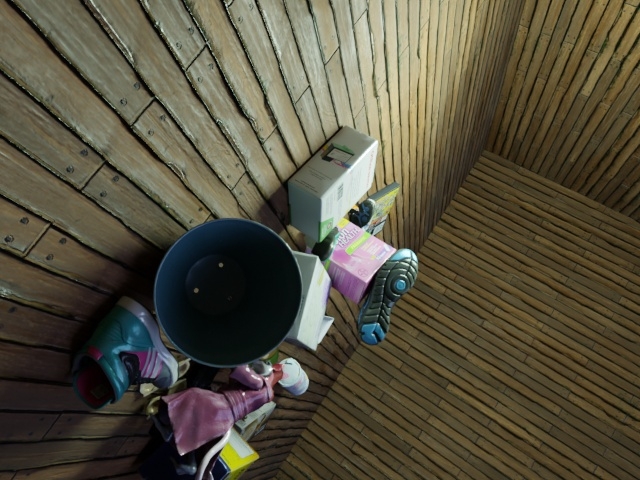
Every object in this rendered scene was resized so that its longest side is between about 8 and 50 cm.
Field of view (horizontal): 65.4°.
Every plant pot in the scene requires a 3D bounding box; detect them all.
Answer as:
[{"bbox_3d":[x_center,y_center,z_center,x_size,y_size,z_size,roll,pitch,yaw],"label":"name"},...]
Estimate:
[{"bbox_3d":[-0.206,0.102,1.055,0.290,0.290,0.195,-54,-163,-13],"label":"plant pot"}]

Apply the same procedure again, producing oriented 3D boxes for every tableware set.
[{"bbox_3d":[-0.394,0.375,1.273,0.141,0.020,0.169,-29,140,-44],"label":"tableware set"}]

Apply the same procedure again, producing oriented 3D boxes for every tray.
[{"bbox_3d":[-0.014,0.406,2.295,0.145,0.030,0.270,-59,161,-2],"label":"tray"}]

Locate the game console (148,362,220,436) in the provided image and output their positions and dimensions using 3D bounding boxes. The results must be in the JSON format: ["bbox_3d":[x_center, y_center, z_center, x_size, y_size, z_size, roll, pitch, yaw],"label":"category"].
[{"bbox_3d":[-0.345,0.412,1.454,0.362,0.043,0.213,-59,161,4],"label":"game console"}]

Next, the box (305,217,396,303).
[{"bbox_3d":[0.100,0.063,1.738,0.213,0.242,0.117,-41,154,-41],"label":"box"}]

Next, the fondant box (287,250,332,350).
[{"bbox_3d":[-0.053,0.193,1.513,0.330,0.096,0.239,67,35,-71],"label":"fondant box"}]

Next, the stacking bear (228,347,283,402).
[{"bbox_3d":[-0.195,0.322,1.528,0.175,0.164,0.289,-60,161,-64],"label":"stacking bear"}]

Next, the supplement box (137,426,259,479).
[{"bbox_3d":[-0.357,0.682,1.528,0.195,0.194,0.356,-45,162,-7],"label":"supplement box"}]

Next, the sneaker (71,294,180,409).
[{"bbox_3d":[-0.388,0.261,0.990,0.178,0.123,0.296,-52,153,-35],"label":"sneaker"}]

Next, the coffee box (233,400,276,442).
[{"bbox_3d":[-0.294,0.706,1.936,0.141,0.098,0.246,-64,160,15],"label":"coffee box"}]

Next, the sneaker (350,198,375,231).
[{"bbox_3d":[0.160,-0.087,1.939,0.081,0.080,0.211,-49,169,-44],"label":"sneaker"}]

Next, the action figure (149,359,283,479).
[{"bbox_3d":[-0.238,0.430,1.313,0.370,0.275,0.248,-26,137,-29],"label":"action figure"}]

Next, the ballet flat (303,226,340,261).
[{"bbox_3d":[0.000,0.000,1.547,0.095,0.096,0.280,-60,180,10],"label":"ballet flat"}]

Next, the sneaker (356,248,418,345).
[{"bbox_3d":[0.208,0.178,1.685,0.341,0.125,0.139,-61,-171,-1],"label":"sneaker"}]

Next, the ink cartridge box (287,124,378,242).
[{"bbox_3d":[0.036,-0.164,1.431,0.278,0.117,0.201,-48,158,-28],"label":"ink cartridge box"}]

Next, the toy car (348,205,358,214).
[{"bbox_3d":[0.112,-0.139,1.760,0.122,0.060,0.041,102,-6,-58],"label":"toy car"}]

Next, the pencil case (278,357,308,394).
[{"bbox_3d":[-0.122,0.603,2.193,0.124,0.113,0.273,-62,163,-19],"label":"pencil case"}]

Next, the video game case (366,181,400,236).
[{"bbox_3d":[0.232,-0.107,2.136,0.274,0.035,0.248,-32,147,-52],"label":"video game case"}]
